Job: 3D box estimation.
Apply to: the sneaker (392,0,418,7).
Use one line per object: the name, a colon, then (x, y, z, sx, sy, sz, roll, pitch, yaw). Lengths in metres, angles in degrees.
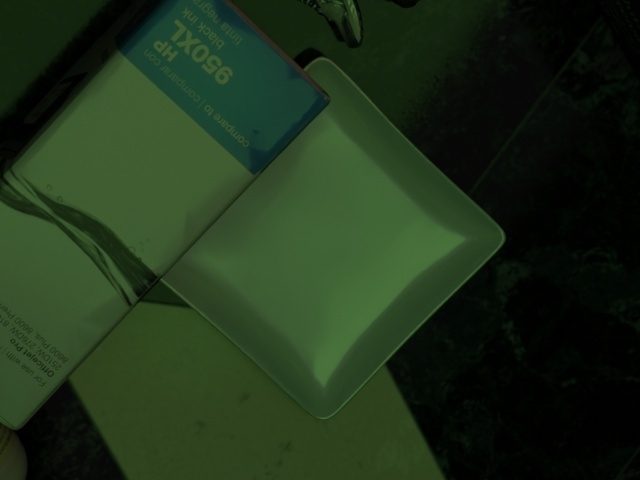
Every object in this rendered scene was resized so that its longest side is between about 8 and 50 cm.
sneaker: (0.103, -0.361, 1.409, 0.136, 0.116, 0.314, -14, 127, -13)

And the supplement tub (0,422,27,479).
supplement tub: (-0.425, 0.197, 1.431, 0.235, 0.235, 0.325, -33, 105, 0)

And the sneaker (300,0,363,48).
sneaker: (-0.001, -0.247, 1.493, 0.058, 0.052, 0.135, -24, 98, 8)

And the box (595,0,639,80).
box: (0.412, -0.223, 1.375, 0.212, 0.395, 0.293, -33, 105, 0)

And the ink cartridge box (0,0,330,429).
ink cartridge box: (-0.198, -0.057, 1.379, 0.166, 0.285, 0.395, 42, 94, -15)

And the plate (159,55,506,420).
plate: (0.000, 0.000, 1.548, 0.277, 0.045, 0.278, 43, 94, -16)
